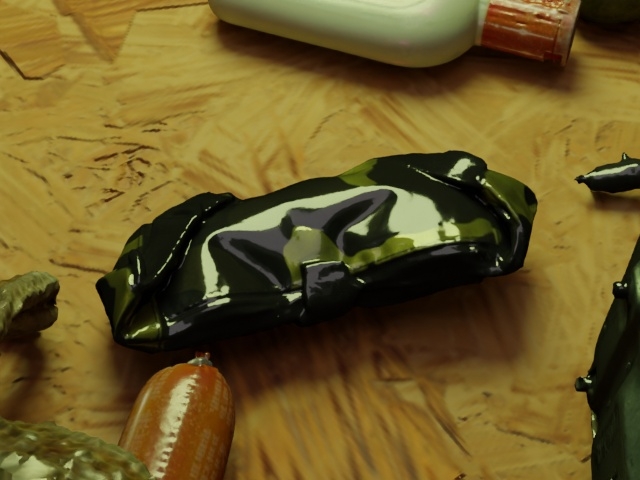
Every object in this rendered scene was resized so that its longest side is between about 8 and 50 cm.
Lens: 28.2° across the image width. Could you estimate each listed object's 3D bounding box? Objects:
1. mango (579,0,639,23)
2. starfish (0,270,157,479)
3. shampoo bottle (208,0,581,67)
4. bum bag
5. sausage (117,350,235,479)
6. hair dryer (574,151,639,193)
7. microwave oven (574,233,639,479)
[{"bbox_3d":[0.208,-0.272,0.833,0.146,0.129,0.289,-3,62,-6],"label":"mango"},{"bbox_3d":[-0.180,0.113,0.513,0.375,0.094,0.327,4,43,22],"label":"starfish"},{"bbox_3d":[0.047,-0.152,0.780,0.220,0.051,0.108,16,53,10],"label":"shampoo bottle"},{"bbox_3d":[0.000,0.000,0.654,0.232,0.060,0.107,-11,37,-10],"label":"bum bag"},{"bbox_3d":[-0.092,0.190,0.515,0.053,0.053,0.348,11,53,7],"label":"sausage"},{"bbox_3d":[0.314,0.004,0.665,0.359,0.120,0.304,2,66,13],"label":"hair dryer"},{"bbox_3d":[0.176,0.109,0.517,0.129,0.163,0.205,2,56,3],"label":"microwave oven"}]
